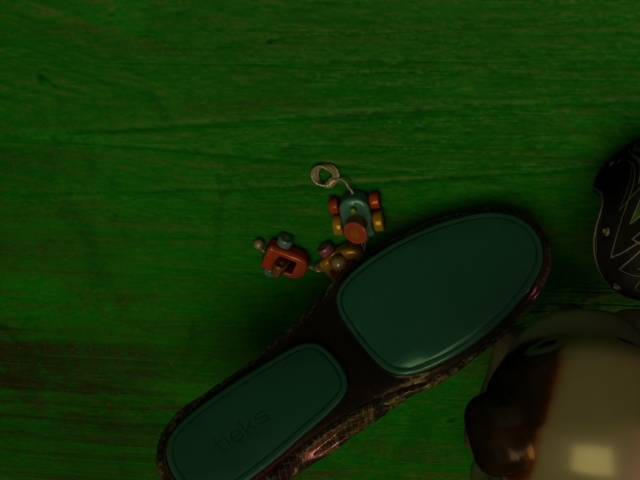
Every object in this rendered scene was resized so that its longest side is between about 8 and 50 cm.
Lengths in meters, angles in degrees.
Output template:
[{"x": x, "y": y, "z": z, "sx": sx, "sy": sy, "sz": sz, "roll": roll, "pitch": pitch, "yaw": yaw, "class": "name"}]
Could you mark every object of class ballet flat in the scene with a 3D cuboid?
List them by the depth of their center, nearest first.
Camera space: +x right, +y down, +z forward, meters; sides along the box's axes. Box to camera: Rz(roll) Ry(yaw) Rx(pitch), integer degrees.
[{"x": 0.038, "y": 0.135, "z": 1.081, "sx": 0.483, "sy": 0.164, "sz": 0.182, "roll": -36, "pitch": 161, "yaw": -5, "class": "ballet flat"}]

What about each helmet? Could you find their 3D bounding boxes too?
[{"x": 0.350, "y": -0.019, "z": 0.948, "sx": 0.169, "sy": 0.161, "sz": 0.169, "roll": 5, "pitch": 126, "yaw": 6, "class": "helmet"}]

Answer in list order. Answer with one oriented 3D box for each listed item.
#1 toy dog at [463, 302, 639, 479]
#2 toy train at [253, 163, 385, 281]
[{"x": 0.265, "y": 0.244, "z": 1.009, "sx": 0.284, "sy": 0.395, "sz": 0.408, "roll": 3, "pitch": 138, "yaw": 18, "class": "toy dog"}, {"x": 0.000, "y": 0.000, "z": 1.092, "sx": 0.125, "sy": 0.046, "sz": 0.166, "roll": 25, "pitch": 125, "yaw": -9, "class": "toy train"}]
